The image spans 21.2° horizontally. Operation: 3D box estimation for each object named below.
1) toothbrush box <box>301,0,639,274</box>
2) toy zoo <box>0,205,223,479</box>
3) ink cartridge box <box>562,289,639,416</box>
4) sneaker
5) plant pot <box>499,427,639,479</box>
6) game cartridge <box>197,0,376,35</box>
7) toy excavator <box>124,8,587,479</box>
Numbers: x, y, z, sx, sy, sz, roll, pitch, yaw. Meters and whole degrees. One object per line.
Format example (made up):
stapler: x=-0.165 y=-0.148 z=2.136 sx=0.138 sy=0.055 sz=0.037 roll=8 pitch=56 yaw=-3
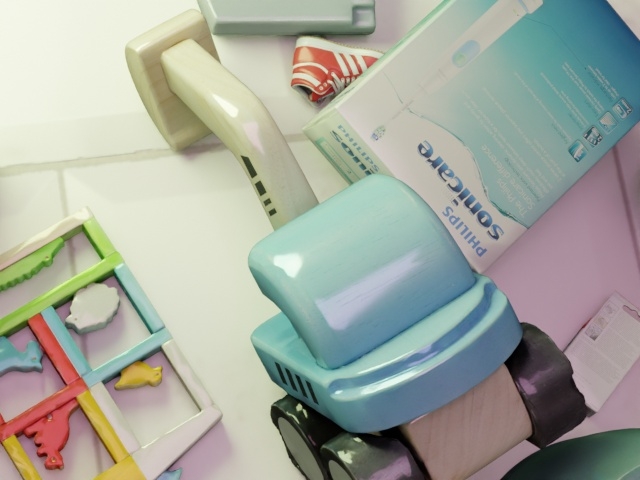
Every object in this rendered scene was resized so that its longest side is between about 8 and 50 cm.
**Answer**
toothbrush box: x=0.166 y=-0.132 z=1.697 sx=0.295 sy=0.126 sz=0.216 roll=-44 pitch=96 yaw=-17
toy zoo: x=-0.227 y=0.135 z=1.635 sx=0.192 sy=0.030 sz=0.293 roll=-31 pitch=80 yaw=-15
ink cartridge box: x=0.281 y=0.113 z=1.711 sx=0.063 sy=0.029 sz=0.115 roll=39 pitch=72 yaw=5
sneaker: x=0.027 y=-0.164 z=1.751 sx=0.118 sy=0.042 sz=0.067 roll=12 pitch=71 yaw=1
plant pot: x=0.296 y=0.303 z=1.550 sx=0.293 sy=0.235 sz=0.293 roll=2 pitch=74 yaw=-8
game cartridge: x=-0.049 y=-0.354 z=1.792 sx=0.198 sy=0.062 sz=0.297 roll=-2 pitch=74 yaw=-4
toy excavator: x=0.000 y=0.000 z=1.587 sx=0.222 sy=0.433 sz=0.445 roll=-29 pitch=108 yaw=-14
